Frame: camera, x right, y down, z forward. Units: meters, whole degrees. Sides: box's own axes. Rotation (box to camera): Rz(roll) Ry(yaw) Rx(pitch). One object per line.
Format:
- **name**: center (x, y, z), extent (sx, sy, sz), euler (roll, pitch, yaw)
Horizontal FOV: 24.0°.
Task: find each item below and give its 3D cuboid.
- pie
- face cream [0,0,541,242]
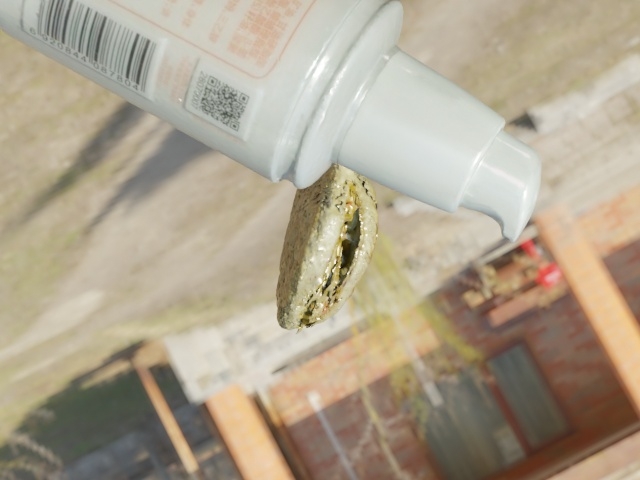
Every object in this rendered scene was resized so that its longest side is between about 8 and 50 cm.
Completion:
- **pie**: center (0.000, 0.000, 1.557), extent (0.079, 0.163, 0.193), euler (11, 116, -20)
- **face cream**: center (-0.015, -0.079, 0.661), extent (0.101, 0.252, 0.101), euler (-59, 172, -13)
